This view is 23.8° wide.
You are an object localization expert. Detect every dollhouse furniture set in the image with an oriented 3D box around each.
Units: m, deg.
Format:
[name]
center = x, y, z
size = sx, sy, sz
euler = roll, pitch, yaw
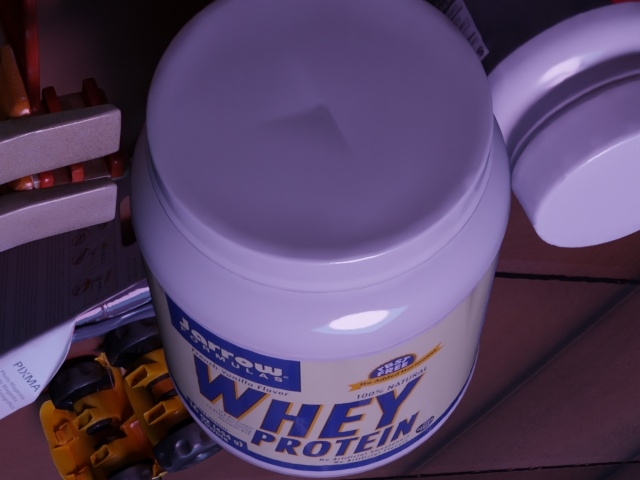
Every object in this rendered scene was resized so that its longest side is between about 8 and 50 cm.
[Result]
[dollhouse furniture set]
center = -0.180, -0.116, 0.887
size = 0.135, 0.262, 0.259
euler = -16, 156, -17

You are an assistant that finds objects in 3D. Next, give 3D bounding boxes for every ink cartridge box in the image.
[ink cartridge box]
center = -0.217, 0.042, 1.213
size = 0.232, 0.189, 0.066
euler = -24, 124, 7

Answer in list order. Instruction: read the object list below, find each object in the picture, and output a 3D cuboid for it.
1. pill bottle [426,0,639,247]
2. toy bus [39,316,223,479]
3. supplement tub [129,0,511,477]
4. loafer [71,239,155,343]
[pill bottle]
center = 0.154, -0.149, 1.039
size = 0.161, 0.283, 0.161
euler = -17, 152, -10
[toy bus]
center = -0.144, 0.163, 1.549
size = 0.220, 0.149, 0.211
euler = -37, 165, 30
[supplement tub]
center = 0.000, 0.000, 1.000
size = 0.235, 0.235, 0.325
euler = -18, 154, -9
[loafer]
center = -0.190, 0.033, 1.348
size = 0.303, 0.095, 0.109
euler = -15, -178, -5
